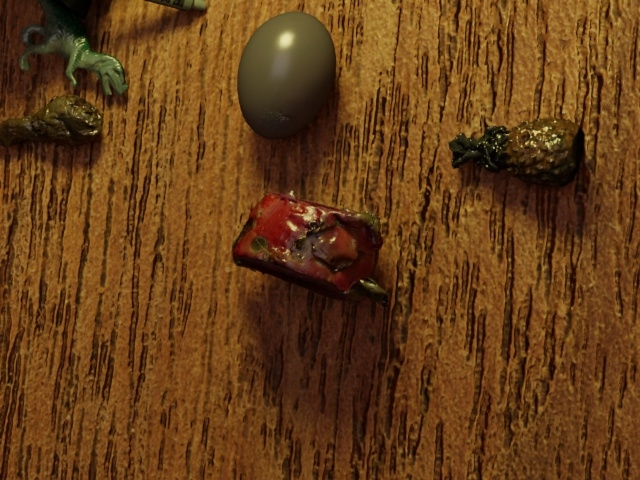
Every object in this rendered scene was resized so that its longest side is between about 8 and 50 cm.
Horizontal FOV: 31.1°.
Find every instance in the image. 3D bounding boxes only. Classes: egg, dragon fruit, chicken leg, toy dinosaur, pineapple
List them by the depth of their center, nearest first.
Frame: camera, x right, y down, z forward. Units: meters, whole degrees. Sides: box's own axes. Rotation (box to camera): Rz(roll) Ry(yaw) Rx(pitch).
[{"bbox_3d":[0.000,0.000,1.679,0.282,0.211,0.147,12,79,35],"label":"dragon fruit"},{"bbox_3d":[0.284,-0.133,1.685,0.198,0.108,0.108,6,86,24],"label":"pineapple"},{"bbox_3d":[-0.053,-0.251,1.748,0.146,0.146,0.198,24,97,15],"label":"egg"},{"bbox_3d":[-0.447,-0.190,1.886,0.198,0.069,0.085,-8,106,19],"label":"chicken leg"},{"bbox_3d":[-0.471,-0.354,1.901,0.129,0.076,0.383,-43,80,0],"label":"toy dinosaur"}]

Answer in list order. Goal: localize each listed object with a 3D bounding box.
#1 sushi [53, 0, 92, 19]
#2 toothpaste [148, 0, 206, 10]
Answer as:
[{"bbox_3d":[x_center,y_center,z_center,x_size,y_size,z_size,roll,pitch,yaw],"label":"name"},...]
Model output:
[{"bbox_3d":[-0.444,-0.516,1.823,0.212,0.215,0.227,21,80,36],"label":"sushi"},{"bbox_3d":[-0.279,-0.399,1.827,0.204,0.031,0.049,13,104,-21],"label":"toothpaste"}]
